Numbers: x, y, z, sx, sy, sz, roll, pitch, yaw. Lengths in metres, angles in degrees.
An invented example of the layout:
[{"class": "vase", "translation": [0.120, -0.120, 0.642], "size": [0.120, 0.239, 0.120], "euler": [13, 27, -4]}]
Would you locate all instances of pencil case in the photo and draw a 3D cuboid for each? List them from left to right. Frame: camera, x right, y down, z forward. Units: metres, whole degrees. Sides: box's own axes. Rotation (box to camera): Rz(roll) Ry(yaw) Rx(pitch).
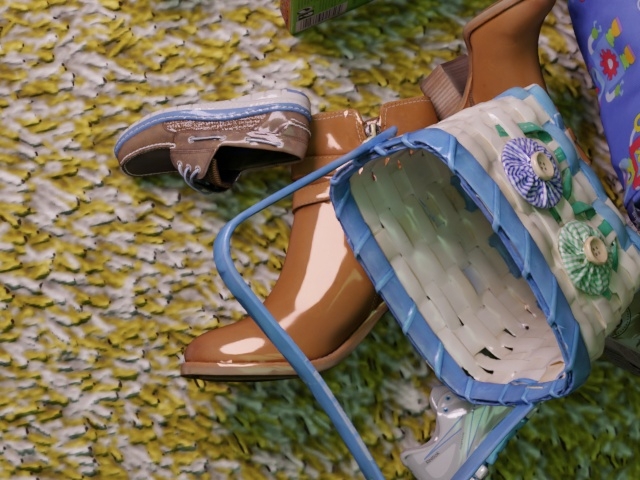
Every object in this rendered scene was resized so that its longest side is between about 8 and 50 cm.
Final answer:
[{"class": "pencil case", "translation": [0.267, -0.156, 1.054], "size": [0.119, 0.133, 0.306], "euler": [-5, 62, -16]}]

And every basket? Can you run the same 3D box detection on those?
[{"class": "basket", "translation": [0.090, 0.026, 0.968], "size": [0.289, 0.201, 0.255], "euler": [-38, 96, -23]}]

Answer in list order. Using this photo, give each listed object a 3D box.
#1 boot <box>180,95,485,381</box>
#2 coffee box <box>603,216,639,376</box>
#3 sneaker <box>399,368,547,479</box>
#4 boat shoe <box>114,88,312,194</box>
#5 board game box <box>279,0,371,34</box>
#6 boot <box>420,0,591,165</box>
[{"class": "boot", "translation": [0.000, 0.000, 1.101], "size": [0.283, 0.109, 0.220], "euler": [-13, 86, -4]}, {"class": "coffee box", "translation": [0.372, 0.069, 1.021], "size": [0.297, 0.119, 0.168], "euler": [27, 82, 45]}, {"class": "sneaker", "translation": [0.142, 0.140, 1.118], "size": [0.083, 0.071, 0.190], "euler": [39, 85, 7]}, {"class": "boat shoe", "translation": [-0.095, -0.078, 1.098], "size": [0.183, 0.066, 0.066], "euler": [-14, 63, 21]}, {"class": "board game box", "translation": [0.088, -0.257, 1.119], "size": [0.259, 0.124, 0.039], "euler": [-21, 85, -4]}, {"class": "boot", "translation": [0.179, -0.121, 1.085], "size": [0.073, 0.197, 0.152], "euler": [-31, 79, -30]}]
